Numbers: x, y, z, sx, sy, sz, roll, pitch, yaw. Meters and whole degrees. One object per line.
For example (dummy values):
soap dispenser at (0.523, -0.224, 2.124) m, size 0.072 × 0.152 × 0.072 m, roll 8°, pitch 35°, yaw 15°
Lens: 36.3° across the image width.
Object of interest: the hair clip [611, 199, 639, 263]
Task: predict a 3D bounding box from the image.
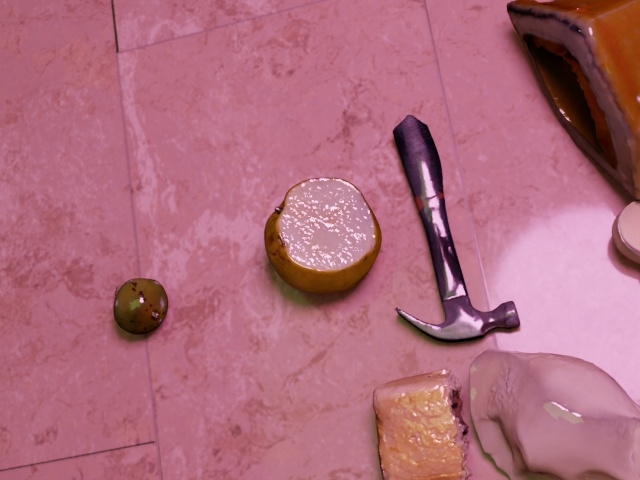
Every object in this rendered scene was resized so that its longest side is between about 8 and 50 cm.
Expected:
hair clip at (0.442, -0.005, 1.101) m, size 0.218 × 0.071 × 0.159 m, roll 12°, pitch 71°, yaw 9°

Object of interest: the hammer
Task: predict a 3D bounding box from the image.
hammer at (0.136, -0.016, 1.189) m, size 0.137 × 0.037 × 0.290 m, roll -16°, pitch 73°, yaw 6°

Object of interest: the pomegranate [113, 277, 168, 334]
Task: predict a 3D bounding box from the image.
pomegranate at (-0.232, 0.085, 1.233) m, size 0.084 × 0.073 × 0.073 m, roll -20°, pitch 67°, yaw 45°

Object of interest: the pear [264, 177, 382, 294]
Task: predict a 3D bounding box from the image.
pear at (0.000, 0.000, 1.183) m, size 0.141 × 0.104 × 0.141 m, roll 4°, pitch 71°, yaw -11°

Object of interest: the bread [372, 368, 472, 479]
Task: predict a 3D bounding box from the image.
bread at (0.117, 0.213, 1.110) m, size 0.106 × 0.082 × 0.125 m, roll -10°, pitch 83°, yaw 20°

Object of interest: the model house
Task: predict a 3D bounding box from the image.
model house at (0.390, -0.212, 1.136) m, size 0.239 × 0.173 × 0.268 m, roll -27°, pitch 96°, yaw -7°

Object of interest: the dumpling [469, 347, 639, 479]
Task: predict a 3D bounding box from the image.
dumpling at (0.258, 0.211, 1.066) m, size 0.215 × 0.126 × 0.166 m, roll 18°, pitch 106°, yaw 3°
